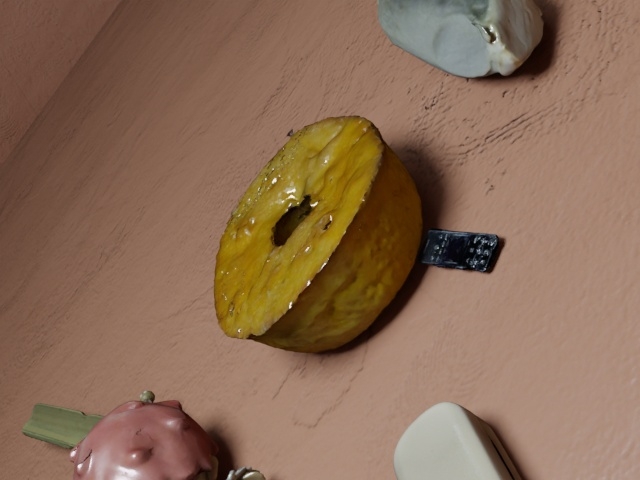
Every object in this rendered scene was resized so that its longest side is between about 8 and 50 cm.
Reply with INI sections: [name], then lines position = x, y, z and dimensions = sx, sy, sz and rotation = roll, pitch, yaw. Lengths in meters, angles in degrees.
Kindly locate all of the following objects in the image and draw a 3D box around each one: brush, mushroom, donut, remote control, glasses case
[brush]
position = -0.325, 0.267, 1.264
dimensions = 0.282, 0.048, 0.054
rotation = -3, 62, 47
[mushroom]
position = 0.138, -0.250, 1.015
dimensions = 0.109, 0.097, 0.351
rotation = -54, 27, 6
[donut]
position = 0.000, -0.002, 0.961
dimensions = 0.277, 0.108, 0.277
rotation = -41, 32, 32
[remote control]
position = 0.130, 0.010, 0.859
dimensions = 0.096, 0.014, 0.039
rotation = 6, 69, 56
[glasses case]
position = 0.114, 0.202, 0.666
dimensions = 0.083, 0.050, 0.196
rotation = -45, 32, 15

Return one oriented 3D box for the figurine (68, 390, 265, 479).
[figurine]
position = -0.168, 0.266, 0.936
dimensions = 0.207, 0.166, 0.387
rotation = -26, 24, -14
